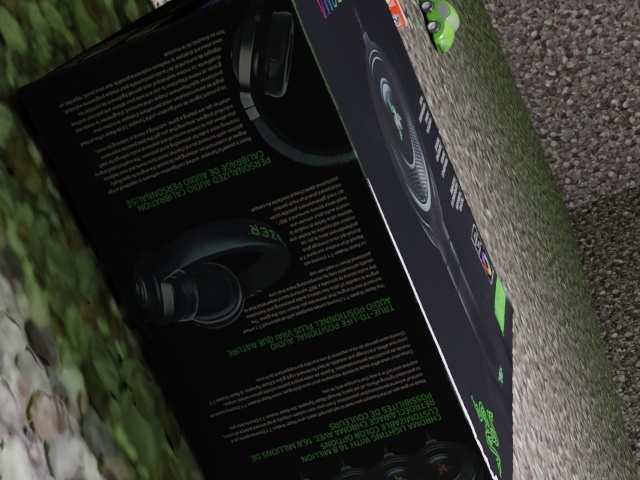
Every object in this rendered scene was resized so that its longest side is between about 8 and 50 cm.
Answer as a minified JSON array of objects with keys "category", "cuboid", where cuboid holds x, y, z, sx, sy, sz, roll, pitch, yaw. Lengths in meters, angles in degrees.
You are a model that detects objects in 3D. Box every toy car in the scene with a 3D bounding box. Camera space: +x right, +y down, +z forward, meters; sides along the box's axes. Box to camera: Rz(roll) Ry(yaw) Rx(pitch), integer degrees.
[{"category":"toy car","cuboid":[0.192,-0.416,2.042,0.239,0.053,0.225,42,31,-61]}]

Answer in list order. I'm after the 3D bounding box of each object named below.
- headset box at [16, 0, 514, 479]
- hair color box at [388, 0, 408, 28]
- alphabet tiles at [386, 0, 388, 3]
[{"category":"headset box","cuboid":[0.000,0.000,0.640,0.246,0.131,0.283,-65,134,-69]},{"category":"hair color box","cuboid":[0.060,-0.322,1.458,0.072,0.043,0.141,-78,146,-66]},{"category":"alphabet tiles","cuboid":[0.044,-0.272,1.057,0.278,0.021,0.284,66,42,-68]}]
